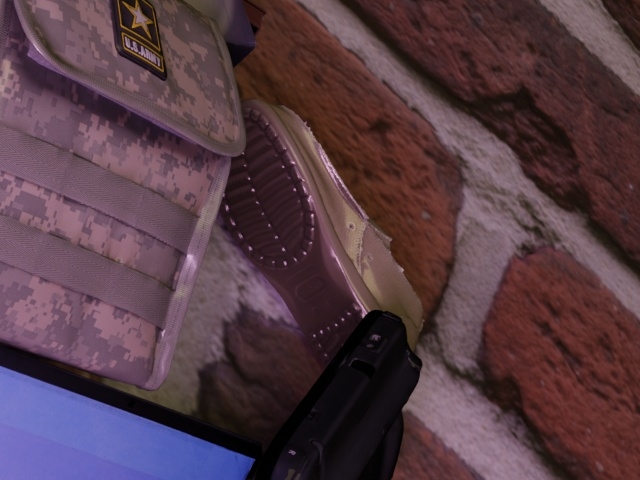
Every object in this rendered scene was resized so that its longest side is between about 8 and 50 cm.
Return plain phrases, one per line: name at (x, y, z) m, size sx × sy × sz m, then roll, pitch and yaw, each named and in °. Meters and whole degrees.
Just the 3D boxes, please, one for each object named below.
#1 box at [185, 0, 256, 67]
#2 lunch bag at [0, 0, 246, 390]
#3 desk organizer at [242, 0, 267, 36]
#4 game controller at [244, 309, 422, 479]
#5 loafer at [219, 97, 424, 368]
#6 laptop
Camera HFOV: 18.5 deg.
box at (-0.243, -0.245, 1.511) m, size 0.294 × 0.183 × 0.296 m, roll 3°, pitch 61°, yaw -47°
lunch bag at (-0.181, -0.070, 1.303) m, size 0.235 × 0.169 × 0.287 m, roll 27°, pitch 77°, yaw -49°
desk organizer at (-0.114, -0.206, 1.724) m, size 0.130 × 0.047 × 0.050 m, roll 31°, pitch 46°, yaw -26°
game controller at (0.005, 0.173, 1.452) m, size 0.067 × 0.166 × 0.319 m, roll 20°, pitch 24°, yaw 11°
loafer at (0.000, 0.000, 1.653) m, size 0.092 × 0.102 × 0.268 m, roll -32°, pitch 96°, yaw -54°
laptop at (-0.156, 0.240, 1.267) m, size 0.234 × 0.136 × 0.264 m, roll 24°, pitch 43°, yaw -32°
